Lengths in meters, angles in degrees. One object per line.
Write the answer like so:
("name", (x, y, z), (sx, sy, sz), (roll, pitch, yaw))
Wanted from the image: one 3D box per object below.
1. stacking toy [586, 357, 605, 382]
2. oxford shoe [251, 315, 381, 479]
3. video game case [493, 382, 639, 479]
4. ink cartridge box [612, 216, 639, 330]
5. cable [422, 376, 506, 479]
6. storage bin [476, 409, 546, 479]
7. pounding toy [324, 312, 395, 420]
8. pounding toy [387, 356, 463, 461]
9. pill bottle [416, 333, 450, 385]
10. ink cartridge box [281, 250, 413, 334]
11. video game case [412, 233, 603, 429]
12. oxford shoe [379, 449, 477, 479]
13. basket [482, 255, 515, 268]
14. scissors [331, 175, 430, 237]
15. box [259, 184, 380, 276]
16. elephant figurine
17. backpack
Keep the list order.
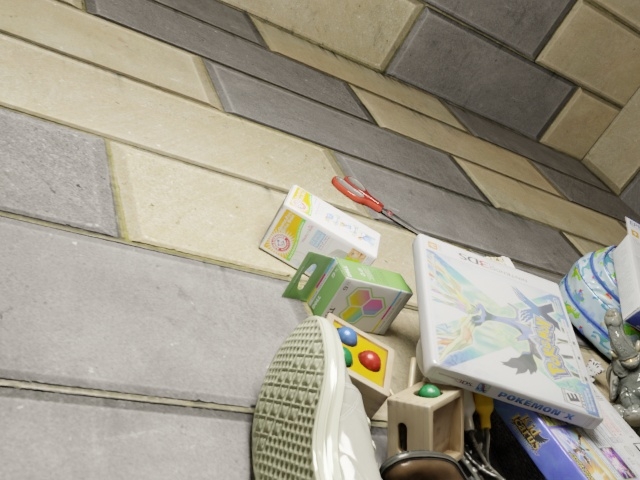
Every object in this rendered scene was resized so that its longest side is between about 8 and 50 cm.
("stacking toy", (0.525, 0.247, 1.626), (0.167, 0.052, 0.221), (-2, 41, -50))
("oxford shoe", (0.009, 0.277, 0.884), (0.130, 0.169, 0.449), (28, 28, -26))
("video game case", (0.418, 0.315, 1.182), (0.244, 0.061, 0.269), (10, 33, -38))
("ink cartridge box", (0.845, 0.135, 1.706), (0.324, 0.071, 0.330), (29, 40, -9))
("cable", (0.236, 0.329, 1.113), (0.140, 0.072, 0.287), (-16, 53, -4))
("storage bin", (0.365, 0.347, 1.237), (0.122, 0.084, 0.180), (17, 30, -29))
("pounding toy", (0.070, 0.196, 1.162), (0.181, 0.094, 0.206), (30, 26, -4))
("pounding toy", (0.151, 0.263, 1.085), (0.100, 0.141, 0.130), (3, 6, 36))
("pill bottle", (0.288, 0.171, 1.364), (0.169, 0.169, 0.301), (39, 27, 14))
("ink cartridge box", (0.050, 0.098, 1.295), (0.209, 0.109, 0.062), (15, 30, -31))
("video game case", (0.303, 0.141, 1.217), (0.300, 0.036, 0.329), (19, 36, -11))
("oxford shoe", (0.167, 0.350, 0.963), (0.227, 0.083, 0.096), (36, 23, -30))
("basket", (0.380, 0.120, 1.601), (0.103, 0.113, 0.167), (5, 31, -6))
("scissors", (0.155, -0.074, 1.821), (0.297, 0.021, 0.109), (40, 24, 13))
("box", (0.000, 0.000, 1.403), (0.203, 0.114, 0.103), (31, 27, -6))
("elephant figurine", (0.688, 0.294, 1.559), (0.170, 0.186, 0.239), (5, 51, -9))
("backpack", (0.779, 0.185, 1.829), (0.356, 0.273, 0.290), (33, 38, 30))
